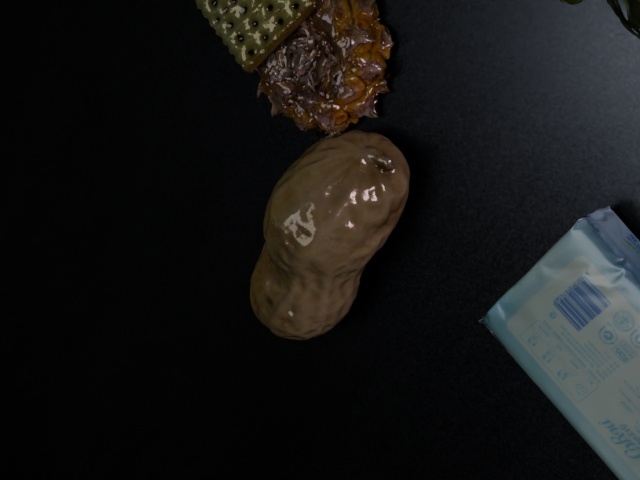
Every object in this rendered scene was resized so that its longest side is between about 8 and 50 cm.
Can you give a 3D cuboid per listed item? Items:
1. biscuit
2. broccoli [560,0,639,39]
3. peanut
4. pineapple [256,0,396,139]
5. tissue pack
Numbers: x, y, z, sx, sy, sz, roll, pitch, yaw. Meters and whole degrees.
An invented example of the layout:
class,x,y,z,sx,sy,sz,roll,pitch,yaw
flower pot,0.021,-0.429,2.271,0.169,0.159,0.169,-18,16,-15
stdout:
class,x,y,z,sx,sy,sz,roll,pitch,yaw
biscuit,-0.112,-0.326,1.058,0.139,0.016,0.231,-38,84,32
broccoli,0.341,-0.256,0.746,0.302,0.186,0.254,30,143,-6
peanut,-0.007,-0.003,1.085,0.291,0.159,0.143,-63,37,31
pineapple,-0.010,-0.226,1.079,0.224,0.076,0.225,9,105,36
tissue pack,0.314,0.119,0.905,0.263,0.089,0.177,49,128,15
